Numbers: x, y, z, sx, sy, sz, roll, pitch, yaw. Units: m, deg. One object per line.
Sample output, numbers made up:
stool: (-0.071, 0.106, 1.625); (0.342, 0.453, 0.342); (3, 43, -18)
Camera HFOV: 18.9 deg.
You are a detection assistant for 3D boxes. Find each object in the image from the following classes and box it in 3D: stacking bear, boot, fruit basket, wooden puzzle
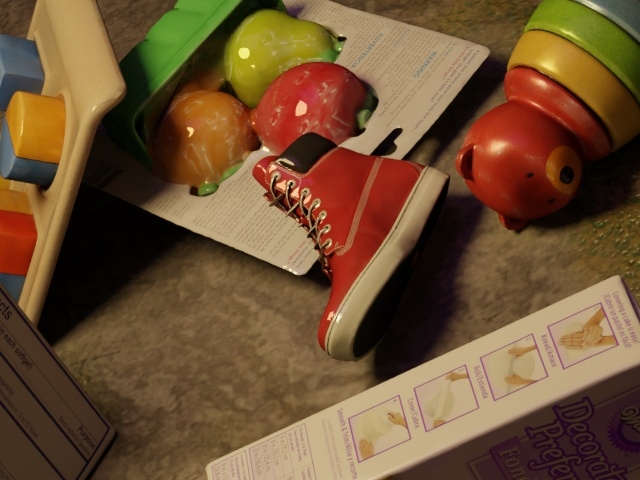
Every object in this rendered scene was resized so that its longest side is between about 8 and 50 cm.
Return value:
stacking bear: (0.242, -0.141, 1.765); (0.289, 0.175, 0.164); (-49, 41, -11)
boot: (0.000, 0.000, 1.764); (0.176, 0.088, 0.244); (19, 45, 9)
fruit basket: (-0.048, -0.124, 1.990); (0.353, 0.165, 0.327); (24, 62, 32)
wooden puzzle: (-0.319, -0.086, 2.020); (0.348, 0.080, 0.322); (-65, 26, 25)

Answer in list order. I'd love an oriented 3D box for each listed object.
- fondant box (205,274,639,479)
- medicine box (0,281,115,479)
fondant box: (0.118, 0.198, 1.373); (0.330, 0.238, 0.096); (-26, 36, 8)
medicine box: (-0.365, 0.188, 1.720); (0.149, 0.263, 0.289); (3, 48, 38)
